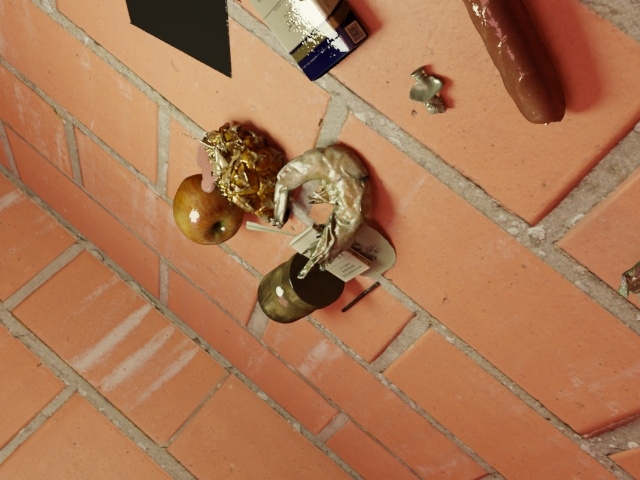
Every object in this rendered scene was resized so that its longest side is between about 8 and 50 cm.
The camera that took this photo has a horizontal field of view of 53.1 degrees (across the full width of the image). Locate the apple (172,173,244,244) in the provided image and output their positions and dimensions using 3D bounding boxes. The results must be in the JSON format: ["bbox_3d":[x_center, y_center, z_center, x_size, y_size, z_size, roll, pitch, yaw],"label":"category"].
[{"bbox_3d":[-0.337,-0.093,1.929,0.211,0.211,0.188,83,161,-47],"label":"apple"}]

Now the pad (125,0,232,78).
[{"bbox_3d":[-0.362,-0.571,1.567,0.367,0.007,0.248,31,147,19],"label":"pad"}]

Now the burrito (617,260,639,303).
[{"bbox_3d":[0.653,0.118,1.149,0.229,0.089,0.144,47,135,-8],"label":"burrito"}]

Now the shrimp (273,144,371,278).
[{"bbox_3d":[-0.009,-0.065,1.567,0.246,0.085,0.361,22,115,6],"label":"shrimp"}]

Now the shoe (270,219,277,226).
[{"bbox_3d":[-0.130,-0.110,1.813,0.071,0.063,0.143,47,151,39],"label":"shoe"}]

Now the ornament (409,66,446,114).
[{"bbox_3d":[0.204,-0.284,1.222,0.068,0.041,0.092,2,122,18],"label":"ornament"}]

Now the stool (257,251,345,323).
[{"bbox_3d":[-0.063,0.139,1.915,0.179,0.179,0.264,47,150,-5],"label":"stool"}]

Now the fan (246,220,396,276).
[{"bbox_3d":[0.000,-0.001,1.699,0.414,0.012,0.233,15,142,5],"label":"fan"}]

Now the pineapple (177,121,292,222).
[{"bbox_3d":[-0.188,-0.189,1.658,0.161,0.158,0.335,-32,94,30],"label":"pineapple"}]

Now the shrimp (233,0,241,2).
[{"bbox_3d":[-0.198,-0.582,1.342,0.095,0.045,0.163,-24,106,35],"label":"shrimp"}]

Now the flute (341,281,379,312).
[{"bbox_3d":[0.115,0.172,1.907,0.014,0.014,0.269,43,149,1],"label":"flute"}]

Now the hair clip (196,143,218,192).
[{"bbox_3d":[-0.310,-0.222,1.828,0.123,0.102,0.138,-38,92,24],"label":"hair clip"}]

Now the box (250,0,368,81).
[{"bbox_3d":[-0.038,-0.457,1.262,0.259,0.071,0.168,51,149,-13],"label":"box"}]

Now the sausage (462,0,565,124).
[{"bbox_3d":[0.277,-0.360,1.004,0.087,0.088,0.433,-8,122,53],"label":"sausage"}]

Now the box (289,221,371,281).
[{"bbox_3d":[0.026,0.035,1.696,0.198,0.029,0.109,34,139,-19],"label":"box"}]
